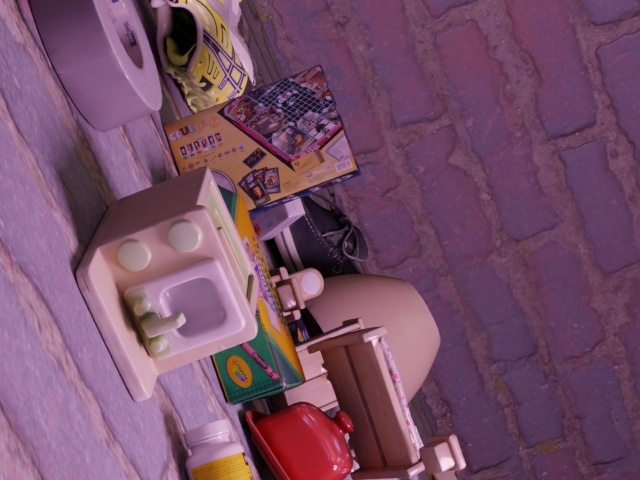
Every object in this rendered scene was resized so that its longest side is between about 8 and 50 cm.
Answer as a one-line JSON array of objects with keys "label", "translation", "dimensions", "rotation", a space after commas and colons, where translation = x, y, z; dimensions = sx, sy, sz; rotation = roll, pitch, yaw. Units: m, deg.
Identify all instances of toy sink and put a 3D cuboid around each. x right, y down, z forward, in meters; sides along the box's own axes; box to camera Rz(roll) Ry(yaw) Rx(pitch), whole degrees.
[{"label": "toy sink", "translation": [-0.147, 0.038, 1.398], "dimensions": [0.234, 0.131, 0.152], "rotation": [-87, 155, -72]}]

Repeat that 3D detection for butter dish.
[{"label": "butter dish", "translation": [-0.008, 0.269, 1.782], "dimensions": [0.160, 0.118, 0.160], "rotation": [55, 2, 14]}]

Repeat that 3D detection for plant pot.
[{"label": "plant pot", "translation": [0.094, 0.170, 2.331], "dimensions": [0.284, 0.191, 0.284], "rotation": [59, -11, 19]}]

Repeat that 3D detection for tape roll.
[{"label": "tape roll", "translation": [-0.261, -0.240, 1.571], "dimensions": [0.219, 0.072, 0.219], "rotation": [-21, 90, -84]}]

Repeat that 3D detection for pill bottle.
[{"label": "pill bottle", "translation": [-0.103, 0.249, 1.403], "dimensions": [0.065, 0.065, 0.116], "rotation": [36, 34, -78]}]

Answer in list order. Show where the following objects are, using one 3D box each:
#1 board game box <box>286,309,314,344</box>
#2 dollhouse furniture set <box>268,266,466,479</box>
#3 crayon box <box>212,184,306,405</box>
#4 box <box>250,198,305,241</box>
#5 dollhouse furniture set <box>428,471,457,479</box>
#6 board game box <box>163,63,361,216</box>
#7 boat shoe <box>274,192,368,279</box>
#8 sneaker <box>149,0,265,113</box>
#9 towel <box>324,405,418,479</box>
[{"label": "board game box", "translation": [-0.027, 0.201, 2.226], "dimensions": [0.141, 0.048, 0.170], "rotation": [-95, 163, -62]}, {"label": "dollhouse furniture set", "translation": [0.080, 0.155, 1.852], "dimensions": [0.355, 0.174, 0.303], "rotation": [-16, -87, 55]}, {"label": "crayon box", "translation": [-0.112, 0.073, 1.781], "dimensions": [0.165, 0.081, 0.278], "rotation": [23, 46, -81]}, {"label": "box", "translation": [-0.098, -0.107, 2.294], "dimensions": [0.145, 0.038, 0.186], "rotation": [-35, -109, 59]}, {"label": "dollhouse furniture set", "translation": [0.177, 0.506, 2.051], "dimensions": [0.301, 0.151, 0.197], "rotation": [-119, -156, -54]}, {"label": "board game box", "translation": [-0.083, -0.129, 1.917], "dimensions": [0.042, 0.243, 0.165], "rotation": [38, 33, -78]}, {"label": "boat shoe", "translation": [0.000, 0.000, 2.514], "dimensions": [0.187, 0.156, 0.500], "rotation": [-107, 175, -53]}, {"label": "sneaker", "translation": [-0.191, -0.278, 2.125], "dimensions": [0.147, 0.145, 0.384], "rotation": [-49, 138, -38]}, {"label": "towel", "translation": [0.094, 0.450, 2.114], "dimensions": [0.374, 0.090, 0.320], "rotation": [54, 22, -59]}]
